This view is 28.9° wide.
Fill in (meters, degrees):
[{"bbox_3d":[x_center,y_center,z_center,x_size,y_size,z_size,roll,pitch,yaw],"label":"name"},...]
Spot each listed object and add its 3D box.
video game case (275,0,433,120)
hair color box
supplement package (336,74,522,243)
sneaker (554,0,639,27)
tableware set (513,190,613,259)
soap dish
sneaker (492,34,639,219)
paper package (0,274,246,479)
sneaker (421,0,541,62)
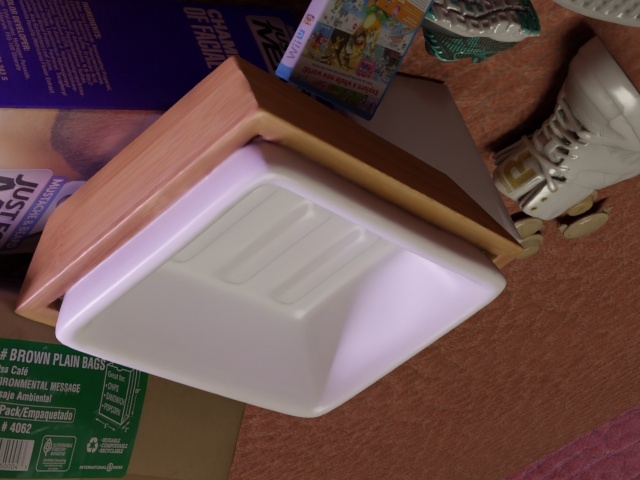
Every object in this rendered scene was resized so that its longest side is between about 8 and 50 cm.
[{"bbox_3d":[0.041,-0.174,0.877,0.119,0.015,0.166,17,102,-58],"label":"video game case"},{"bbox_3d":[-0.178,-0.079,0.886,0.338,0.110,0.185,-6,152,-39],"label":"hair color box"},{"bbox_3d":[0.000,0.000,1.138,0.175,0.178,0.293,3,147,-47],"label":"supplement package"},{"bbox_3d":[0.328,-0.247,0.981,0.321,0.128,0.126,3,151,3],"label":"sneaker"},{"bbox_3d":[0.295,-0.020,1.589,0.168,0.020,0.141,-22,156,3],"label":"tableware set"},{"bbox_3d":[-0.031,0.007,0.869,0.229,0.118,0.290,-37,142,25],"label":"soap dish"},{"bbox_3d":[0.251,-0.094,1.257,0.169,0.108,0.292,-30,159,10],"label":"sneaker"},{"bbox_3d":[-0.263,0.112,0.988,0.309,0.168,0.324,7,176,34],"label":"paper package"},{"bbox_3d":[0.107,-0.173,1.003,0.166,0.065,0.076,4,150,-46],"label":"sneaker"}]
